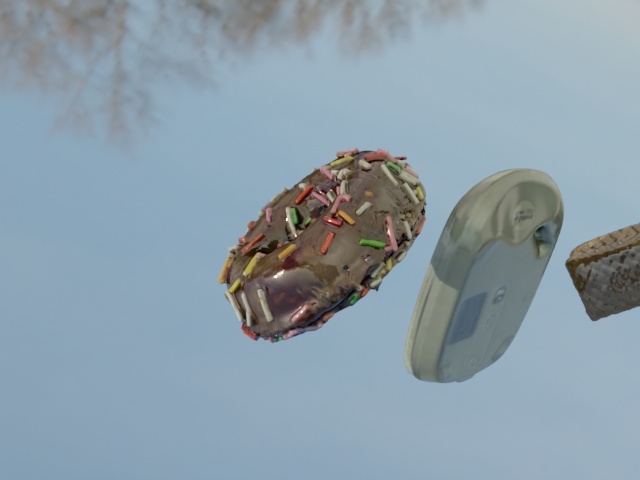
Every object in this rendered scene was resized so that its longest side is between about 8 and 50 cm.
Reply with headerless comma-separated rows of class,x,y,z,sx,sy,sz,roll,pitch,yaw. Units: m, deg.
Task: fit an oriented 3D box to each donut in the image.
donut,0.000,0.000,1.973,0.103,0.269,0.270,48,-166,-16

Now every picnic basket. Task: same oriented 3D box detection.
picnic basket,0.417,0.036,2.307,0.110,0.193,0.055,65,-151,-8

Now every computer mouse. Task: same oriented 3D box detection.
computer mouse,0.200,0.044,2.244,0.197,0.331,0.095,-12,-134,-35
